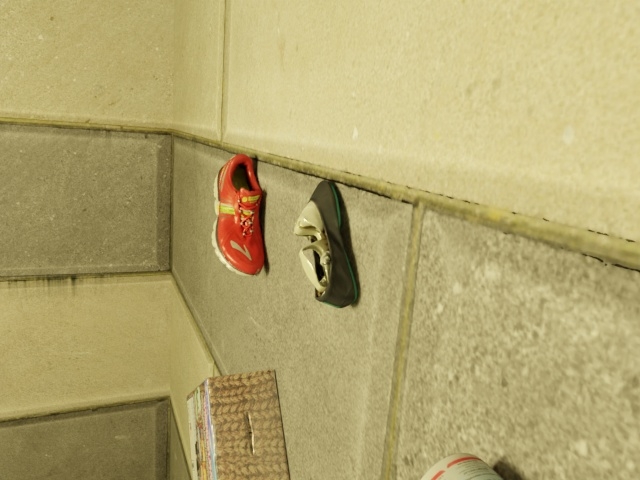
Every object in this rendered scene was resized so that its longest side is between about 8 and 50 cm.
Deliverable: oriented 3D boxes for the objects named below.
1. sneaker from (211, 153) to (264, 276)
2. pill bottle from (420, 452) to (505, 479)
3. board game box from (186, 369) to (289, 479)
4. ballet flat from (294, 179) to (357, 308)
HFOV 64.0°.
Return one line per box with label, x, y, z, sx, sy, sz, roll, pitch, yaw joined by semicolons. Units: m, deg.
sneaker;-0.170;-0.060;1.091;0.118;0.107;0.279;-40;57;49
pill bottle;0.146;0.247;0.394;0.160;0.087;0.087;-147;59;-62
board game box;-0.190;0.424;1.101;0.291;0.141;0.232;134;130;-58
ballet flat;0.000;0.000;0.739;0.074;0.074;0.203;129;134;-56
